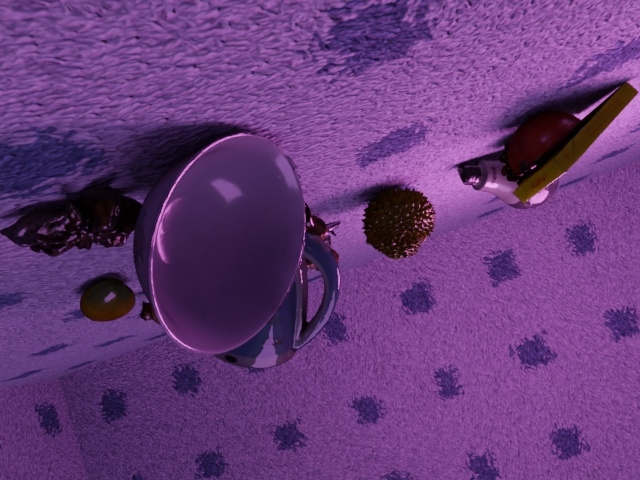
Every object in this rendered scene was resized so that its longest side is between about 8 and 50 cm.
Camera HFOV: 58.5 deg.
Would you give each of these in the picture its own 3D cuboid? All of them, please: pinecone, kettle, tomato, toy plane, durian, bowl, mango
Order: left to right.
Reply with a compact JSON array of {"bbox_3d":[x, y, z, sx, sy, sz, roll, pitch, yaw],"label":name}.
[{"bbox_3d":[-0.568,0.158,1.510,0.137,0.091,0.237,-24,166,-12],"label":"mango"},{"bbox_3d":[-0.184,-0.006,0.911,0.157,0.346,0.345,13,-169,33],"label":"bowl"},{"bbox_3d":[-0.111,0.102,1.349,0.319,0.343,0.247,16,-156,10],"label":"kettle"},{"bbox_3d":[-0.020,-0.003,1.760,0.233,0.082,0.160,-17,144,-20],"label":"toy plane"},{"bbox_3d":[0.222,-0.056,1.593,0.200,0.177,0.237,23,-158,19],"label":"durian"},{"bbox_3d":[0.545,-0.218,1.537,0.140,0.140,0.120,-25,142,28],"label":"pinecone"},{"bbox_3d":[0.529,-0.252,1.388,0.173,0.099,0.189,-41,172,-8],"label":"tomato"}]

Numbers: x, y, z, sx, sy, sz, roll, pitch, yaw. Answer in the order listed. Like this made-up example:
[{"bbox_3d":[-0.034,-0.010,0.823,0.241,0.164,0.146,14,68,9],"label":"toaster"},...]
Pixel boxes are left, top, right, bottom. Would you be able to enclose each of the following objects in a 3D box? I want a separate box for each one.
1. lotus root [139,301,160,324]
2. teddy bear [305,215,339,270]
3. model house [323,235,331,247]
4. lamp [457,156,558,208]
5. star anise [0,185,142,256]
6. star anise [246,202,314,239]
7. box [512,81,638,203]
[{"bbox_3d":[-0.440,0.200,1.846,0.283,0.146,0.160,-14,149,-17],"label":"lotus root"},{"bbox_3d":[-0.114,0.081,1.600,0.295,0.246,0.223,-7,141,-16],"label":"teddy bear"},{"bbox_3d":[0.000,0.000,1.910,0.078,0.066,0.083,-8,152,-5],"label":"model house"},{"bbox_3d":[0.552,-0.167,1.675,0.313,0.182,0.182,-16,170,-22],"label":"lamp"},{"bbox_3d":[-0.370,-0.024,0.912,0.212,0.073,0.197,-20,169,18],"label":"star anise"},{"bbox_3d":[-0.120,-0.055,1.136,0.190,0.126,0.220,-14,-163,-31],"label":"star anise"},{"bbox_3d":[0.622,-0.237,1.400,0.335,0.047,0.187,-43,174,-22],"label":"box"}]
